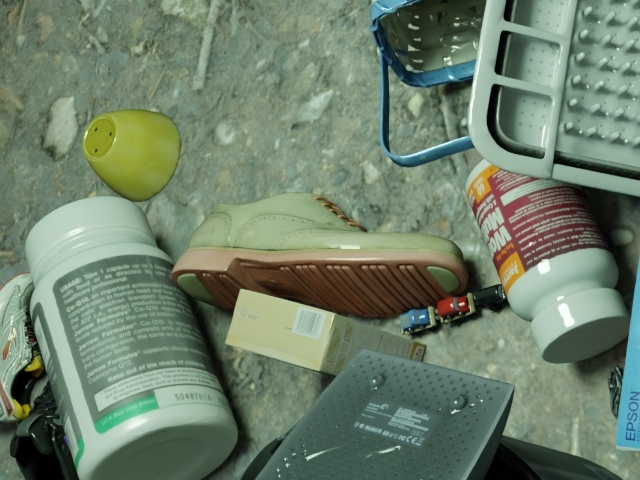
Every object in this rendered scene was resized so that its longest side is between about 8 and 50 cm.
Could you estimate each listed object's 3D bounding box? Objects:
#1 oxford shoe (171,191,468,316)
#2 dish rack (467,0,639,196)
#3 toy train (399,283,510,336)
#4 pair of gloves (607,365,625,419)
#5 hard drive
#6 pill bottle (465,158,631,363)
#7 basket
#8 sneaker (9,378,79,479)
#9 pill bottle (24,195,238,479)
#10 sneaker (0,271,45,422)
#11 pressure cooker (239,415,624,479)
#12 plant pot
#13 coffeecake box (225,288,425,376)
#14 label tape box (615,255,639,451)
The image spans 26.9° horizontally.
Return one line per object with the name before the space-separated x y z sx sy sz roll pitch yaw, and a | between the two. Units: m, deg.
oxford shoe | 0.000 0.000 1.614 0.397 0.140 0.146 2 59 30
dish rack | 0.320 -0.181 1.360 0.333 0.072 0.285 11 83 -5
toy train | 0.153 0.079 1.530 0.158 0.036 0.027 -21 64 31
pair of gloves | 0.337 0.158 1.382 0.083 0.010 0.074 -23 64 33
hard drive | 0.036 0.203 1.071 0.172 0.054 0.254 10 47 37
pill bottle | 0.244 0.012 1.428 0.121 0.121 0.221 -33 58 25
basket | 0.182 -0.236 1.495 0.255 0.201 0.288 -11 61 19
sneaker | -0.344 0.244 1.788 0.102 0.146 0.293 -17 66 33
pill bottle | -0.254 0.132 1.718 0.204 0.204 0.361 -38 56 22
sneaker | -0.435 0.157 1.940 0.093 0.088 0.225 6 78 18
pressure cooker | 0.113 0.345 1.228 0.370 0.420 0.375 -1 75 36
plant pot | -0.279 -0.132 1.893 0.134 0.095 0.134 -12 68 34
coffeecake box | 0.008 0.119 1.532 0.142 0.185 0.068 12 83 39
label tape box | 0.466 0.100 1.238 0.348 0.115 0.249 1 76 40
